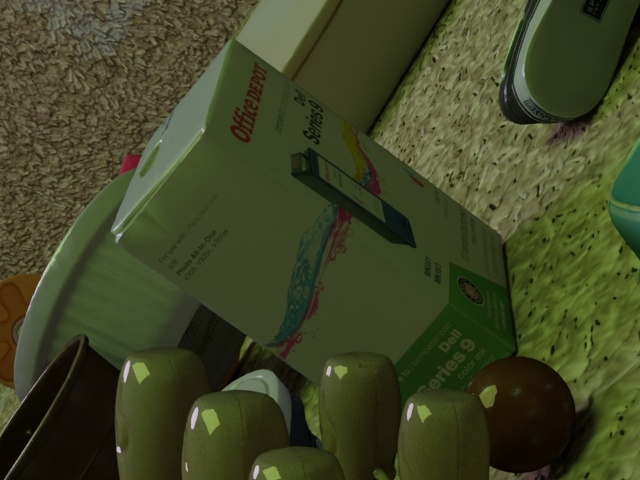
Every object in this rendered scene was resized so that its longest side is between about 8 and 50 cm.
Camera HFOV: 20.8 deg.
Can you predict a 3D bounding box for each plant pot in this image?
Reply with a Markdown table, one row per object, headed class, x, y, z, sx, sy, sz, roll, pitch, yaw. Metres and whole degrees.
| class | x | y | z | sx | sy | sz | roll | pitch | yaw |
| --- | --- | --- | --- | --- | --- | --- | --- | --- | --- |
| plant pot | -0.140 | 0.176 | 1.189 | 0.167 | 0.165 | 0.167 | -52 | 13 | 17 |

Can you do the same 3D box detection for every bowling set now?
| class | x | y | z | sx | sy | sz | roll | pitch | yaw |
| --- | --- | --- | --- | --- | --- | --- | --- | --- | --- |
| bowling set | 0.028 | 0.137 | 0.765 | 0.287 | 0.200 | 0.154 | -155 | 63 | -73 |

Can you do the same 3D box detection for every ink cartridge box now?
| class | x | y | z | sx | sy | sz | roll | pitch | yaw |
| --- | --- | --- | --- | --- | --- | --- | --- | --- | --- |
| ink cartridge box | 0.000 | 0.000 | 0.989 | 0.093 | 0.212 | 0.154 | -51 | 12 | 21 |

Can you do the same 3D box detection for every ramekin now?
| class | x | y | z | sx | sy | sz | roll | pitch | yaw |
| --- | --- | --- | --- | --- | --- | --- | --- | --- | --- |
| ramekin | -0.129 | 0.060 | 1.320 | 0.207 | 0.109 | 0.207 | -57 | -16 | -25 |

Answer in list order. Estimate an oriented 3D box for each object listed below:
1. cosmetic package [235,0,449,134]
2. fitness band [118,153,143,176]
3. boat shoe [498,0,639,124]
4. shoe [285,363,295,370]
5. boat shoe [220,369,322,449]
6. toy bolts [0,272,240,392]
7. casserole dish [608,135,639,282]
| class | x | y | z | sx | sy | sz | roll | pitch | yaw |
| --- | --- | --- | --- | --- | --- | --- | --- | --- | --- |
| cosmetic package | 0.017 | -0.206 | 1.666 | 0.309 | 0.113 | 0.160 | -60 | 26 | -13 |
| fitness band | -0.189 | 0.031 | 1.819 | 0.291 | 0.054 | 0.209 | -88 | 2 | -66 |
| boat shoe | 0.173 | -0.172 | 1.101 | 0.219 | 0.078 | 0.070 | -60 | 13 | -12 |
| shoe | -0.003 | 0.037 | 1.225 | 0.178 | 0.081 | 0.063 | -39 | 21 | 55 |
| boat shoe | -0.034 | 0.179 | 0.960 | 0.095 | 0.079 | 0.254 | -34 | 27 | 19 |
| toy bolts | -0.184 | 0.136 | 1.454 | 0.158 | 0.218 | 0.228 | -12 | 63 | 65 |
| casserole dish | 0.195 | -0.063 | 0.820 | 0.188 | 0.037 | 0.114 | -57 | 11 | -1 |
